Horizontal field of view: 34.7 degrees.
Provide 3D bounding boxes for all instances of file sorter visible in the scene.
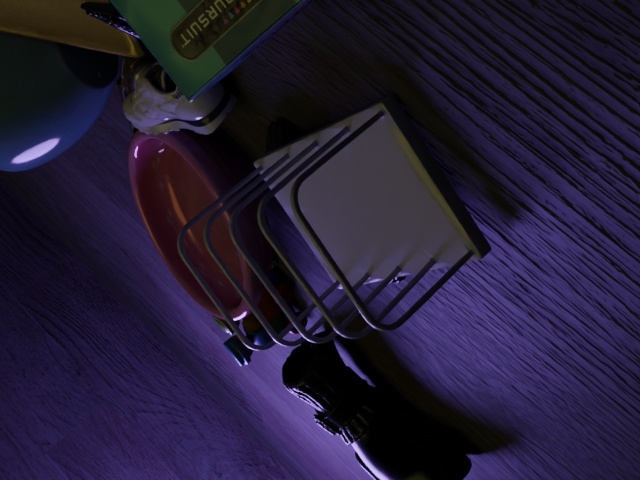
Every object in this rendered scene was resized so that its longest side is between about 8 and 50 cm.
[{"bbox_3d":[0.000,0.000,1.110,0.193,0.173,0.277,55,149,-11],"label":"file sorter"}]

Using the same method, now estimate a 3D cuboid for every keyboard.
[{"bbox_3d":[-0.189,-0.244,1.225,0.108,0.023,0.180,13,179,35],"label":"keyboard"}]

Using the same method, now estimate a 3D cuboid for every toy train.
[{"bbox_3d":[-0.126,0.100,1.741,0.105,0.143,0.248,33,157,38],"label":"toy train"}]

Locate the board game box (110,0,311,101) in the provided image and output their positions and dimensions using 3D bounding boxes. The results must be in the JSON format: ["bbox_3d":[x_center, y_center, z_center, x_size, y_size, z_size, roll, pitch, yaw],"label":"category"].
[{"bbox_3d":[-0.132,-0.320,0.867,0.336,0.079,0.253,51,138,-9],"label":"board game box"}]

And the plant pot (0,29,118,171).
[{"bbox_3d":[-0.424,-0.267,1.551,0.195,0.290,0.290,-13,123,30],"label":"plant pot"}]

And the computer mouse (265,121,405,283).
[{"bbox_3d":[0.018,-0.046,1.250,0.262,0.060,0.184,49,163,0],"label":"computer mouse"}]

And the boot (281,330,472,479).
[{"bbox_3d":[0.076,0.286,1.670,0.260,0.131,0.348,54,162,-14],"label":"boot"}]

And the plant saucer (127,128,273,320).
[{"bbox_3d":[-0.179,-0.037,1.595,0.332,0.084,0.332,39,146,33],"label":"plant saucer"}]

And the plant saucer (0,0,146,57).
[{"bbox_3d":[-0.392,-0.334,1.278,0.332,0.081,0.333,11,175,-1],"label":"plant saucer"}]

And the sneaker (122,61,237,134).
[{"bbox_3d":[-0.210,-0.203,1.390,0.235,0.090,0.095,3,150,50],"label":"sneaker"}]

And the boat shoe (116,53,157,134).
[{"bbox_3d":[-0.273,-0.230,1.557,0.066,0.066,0.183,50,153,12],"label":"boat shoe"}]
